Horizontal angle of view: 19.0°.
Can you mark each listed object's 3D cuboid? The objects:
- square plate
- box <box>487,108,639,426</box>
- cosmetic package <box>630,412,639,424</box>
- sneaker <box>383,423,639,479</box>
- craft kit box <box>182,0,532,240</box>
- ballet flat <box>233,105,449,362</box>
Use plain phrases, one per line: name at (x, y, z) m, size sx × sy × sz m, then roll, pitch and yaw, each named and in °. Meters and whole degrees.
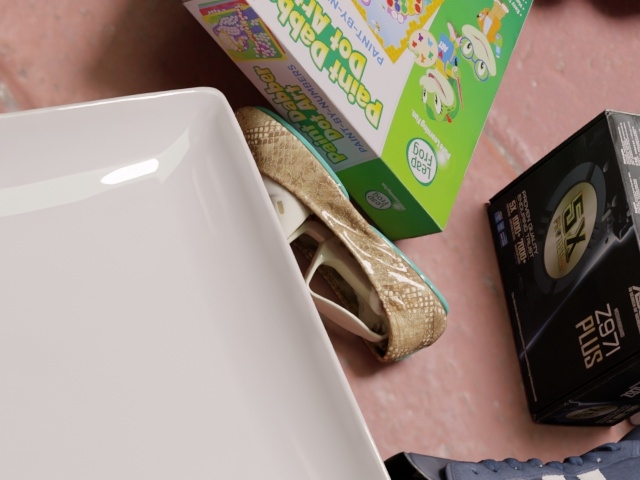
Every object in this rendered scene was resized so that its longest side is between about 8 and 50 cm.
square plate at (-0.156, 0.079, 1.099) m, size 0.347 × 0.049 × 0.344 m, roll -10°, pitch 63°, yaw -28°
box at (0.204, 0.023, 1.351) m, size 0.077 × 0.147 × 0.180 m, roll 6°, pitch 62°, yaw -32°
cosmetic package at (0.333, 0.079, 1.450) m, size 0.231 × 0.085 × 0.117 m, roll 6°, pitch 61°, yaw -29°
sneaker at (0.115, 0.176, 1.218) m, size 0.148 × 0.131 × 0.350 m, roll 51°, pitch 45°, yaw 6°
craft kit box at (0.038, -0.172, 1.342) m, size 0.250 × 0.061 × 0.246 m, roll 47°, pitch 53°, yaw -32°
ballet flat at (0.000, 0.000, 1.281) m, size 0.206 × 0.073 × 0.067 m, roll 46°, pitch 63°, yaw 1°
